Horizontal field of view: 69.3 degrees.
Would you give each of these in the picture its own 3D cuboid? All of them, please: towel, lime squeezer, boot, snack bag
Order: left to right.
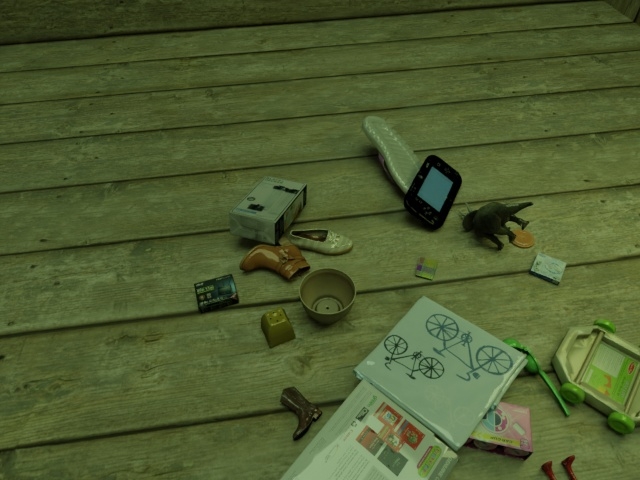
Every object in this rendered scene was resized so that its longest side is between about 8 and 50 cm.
[{"bbox_3d":[-0.143,0.076,1.470,0.197,0.073,0.152,-30,58,-21],"label":"boot"},{"bbox_3d":[-0.069,0.431,1.165,0.114,0.037,0.106,34,43,24],"label":"boot"},{"bbox_3d":[0.341,0.089,1.487,0.060,0.009,0.083,15,50,13],"label":"towel"},{"bbox_3d":[0.306,0.322,1.181,0.323,0.037,0.342,31,52,30],"label":"snack bag"},{"bbox_3d":[0.530,0.328,1.234,0.310,0.059,0.110,30,55,25],"label":"lime squeezer"}]

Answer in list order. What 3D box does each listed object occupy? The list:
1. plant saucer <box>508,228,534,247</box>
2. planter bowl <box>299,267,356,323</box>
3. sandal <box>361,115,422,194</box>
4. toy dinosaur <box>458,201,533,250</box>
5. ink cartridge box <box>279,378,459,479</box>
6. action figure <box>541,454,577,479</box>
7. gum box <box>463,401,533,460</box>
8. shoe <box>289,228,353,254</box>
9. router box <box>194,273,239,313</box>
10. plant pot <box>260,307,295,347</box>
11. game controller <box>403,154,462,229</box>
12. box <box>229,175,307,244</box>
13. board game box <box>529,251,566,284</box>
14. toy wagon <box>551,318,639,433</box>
[{"bbox_3d":[0.681,-0.008,1.566,0.083,0.013,0.084,-1,48,1],"label":"plant saucer"},{"bbox_3d":[0.021,0.175,1.348,0.161,0.109,0.162,-1,48,1],"label":"planter bowl"},{"bbox_3d":[0.285,-0.307,1.788,0.169,0.102,0.417,-9,62,-32],"label":"sandal"},{"bbox_3d":[0.558,-0.062,1.493,0.160,0.313,0.121,31,80,-1],"label":"toy dinosaur"},{"bbox_3d":[0.105,0.521,1.017,0.271,0.130,0.309,33,56,25],"label":"ink cartridge box"},{"bbox_3d":[0.574,0.586,0.949,0.091,0.139,0.281,-11,51,-7],"label":"action figure"},{"bbox_3d":[0.405,0.448,1.122,0.188,0.062,0.107,9,48,10],"label":"gum box"},{"bbox_3d":[0.000,0.000,1.542,0.218,0.058,0.077,5,48,6],"label":"shoe"},{"bbox_3d":[-0.318,0.161,1.415,0.122,0.038,0.092,-15,48,-12],"label":"router box"},{"bbox_3d":[-0.123,0.237,1.312,0.081,0.083,0.082,-19,49,-15],"label":"plant pot"},{"bbox_3d":[0.406,-0.180,1.664,0.166,0.067,0.319,42,52,-11],"label":"game controller"},{"bbox_3d":[-0.173,-0.113,1.585,0.169,0.087,0.290,13,35,15],"label":"box"},{"bbox_3d":[0.723,0.089,1.472,0.090,0.020,0.090,25,53,22],"label":"board game box"},{"bbox_3d":[0.785,0.365,1.187,0.344,0.068,0.267,32,56,26],"label":"toy wagon"}]
